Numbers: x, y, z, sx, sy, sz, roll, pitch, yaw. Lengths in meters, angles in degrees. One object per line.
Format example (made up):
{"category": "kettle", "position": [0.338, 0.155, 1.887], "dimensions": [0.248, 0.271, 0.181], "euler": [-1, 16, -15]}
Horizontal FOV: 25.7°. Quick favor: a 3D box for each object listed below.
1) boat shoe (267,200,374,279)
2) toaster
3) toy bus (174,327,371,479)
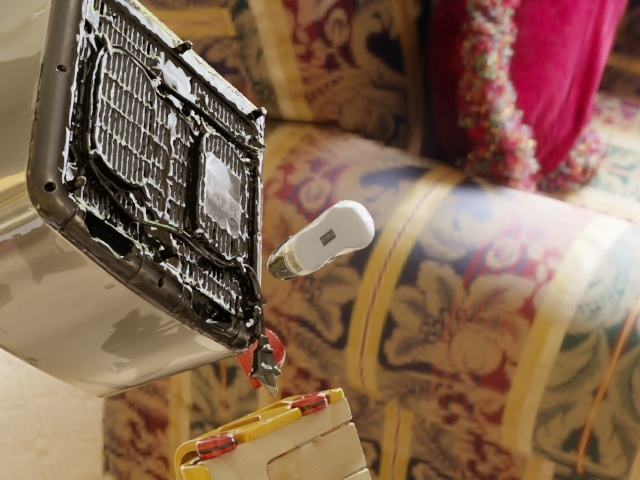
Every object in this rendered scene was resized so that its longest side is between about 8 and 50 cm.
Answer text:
{"category": "boat shoe", "position": [0.000, 0.000, 1.291], "dimensions": [0.142, 0.040, 0.049], "euler": [-28, 93, -54]}
{"category": "toaster", "position": [-0.110, -0.021, 0.711], "dimensions": [0.110, 0.168, 0.185], "euler": [-23, 49, 28]}
{"category": "toy bus", "position": [-0.057, 0.179, 1.013], "dimensions": [0.104, 0.202, 0.191], "euler": [-16, 45, 42]}
